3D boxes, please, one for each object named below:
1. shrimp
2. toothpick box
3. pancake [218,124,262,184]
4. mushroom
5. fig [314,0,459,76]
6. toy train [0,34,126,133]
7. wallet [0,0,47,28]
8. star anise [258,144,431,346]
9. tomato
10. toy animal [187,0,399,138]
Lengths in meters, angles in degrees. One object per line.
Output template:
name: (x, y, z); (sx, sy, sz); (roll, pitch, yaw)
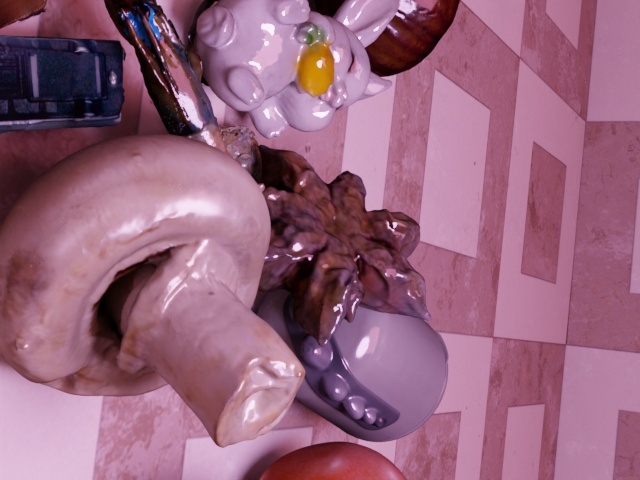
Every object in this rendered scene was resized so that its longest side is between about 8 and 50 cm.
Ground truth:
shrimp: (-0.154, -0.178, 1.037); (0.222, 0.054, 0.290); (-110, 176, -46)
toothpick box: (0.038, 0.158, 1.362); (0.316, 0.229, 0.229); (43, 57, -54)
pancake: (-0.129, -0.014, 1.208); (0.282, 0.049, 0.282); (-2, 93, -63)
mushroom: (-0.152, 0.062, 0.906); (0.293, 0.290, 0.292); (-25, 142, -21)
fig: (0.044, -0.374, 1.365); (0.321, 0.217, 0.216); (23, 73, -42)
toy train: (-0.324, -0.131, 0.804); (0.409, 0.089, 0.086); (-16, 112, -59)
wallet: (-0.309, -0.281, 0.878); (0.095, 0.026, 0.176); (-44, 131, -43)
star anise: (0.011, 0.014, 1.192); (0.108, 0.315, 0.315); (-53, 169, 33)
tomato: (0.017, 0.398, 1.317); (0.224, 0.256, 0.255); (-75, 156, -61)
toy animal: (-0.026, -0.237, 1.227); (0.325, 0.154, 0.208); (-29, 133, -45)
